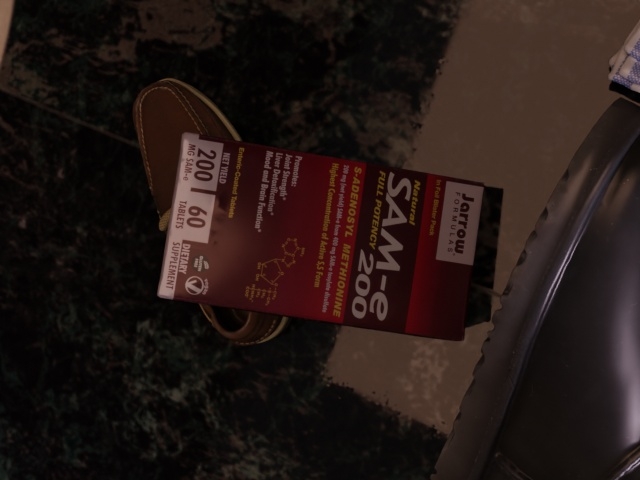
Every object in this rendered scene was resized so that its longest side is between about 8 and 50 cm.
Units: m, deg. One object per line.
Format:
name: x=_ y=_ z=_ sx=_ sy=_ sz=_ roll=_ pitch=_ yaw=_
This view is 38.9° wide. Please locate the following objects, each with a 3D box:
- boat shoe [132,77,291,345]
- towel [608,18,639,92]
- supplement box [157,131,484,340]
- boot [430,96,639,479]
boat shoe: x=-0.101 y=-0.031 z=0.794 sx=0.095 sy=0.095 sz=0.258 roll=-30 pitch=82 yaw=16
towel: x=0.388 y=-0.140 z=0.666 sx=0.285 sy=0.034 sz=0.209 roll=34 pitch=99 yaw=13
supplement box: x=0.000 y=0.000 z=0.723 sx=0.239 sy=0.073 sz=0.130 roll=8 pitch=87 yaw=-7
boot: x=0.327 y=0.148 z=0.599 sx=0.445 sy=0.146 sz=0.367 roll=27 pitch=125 yaw=20
